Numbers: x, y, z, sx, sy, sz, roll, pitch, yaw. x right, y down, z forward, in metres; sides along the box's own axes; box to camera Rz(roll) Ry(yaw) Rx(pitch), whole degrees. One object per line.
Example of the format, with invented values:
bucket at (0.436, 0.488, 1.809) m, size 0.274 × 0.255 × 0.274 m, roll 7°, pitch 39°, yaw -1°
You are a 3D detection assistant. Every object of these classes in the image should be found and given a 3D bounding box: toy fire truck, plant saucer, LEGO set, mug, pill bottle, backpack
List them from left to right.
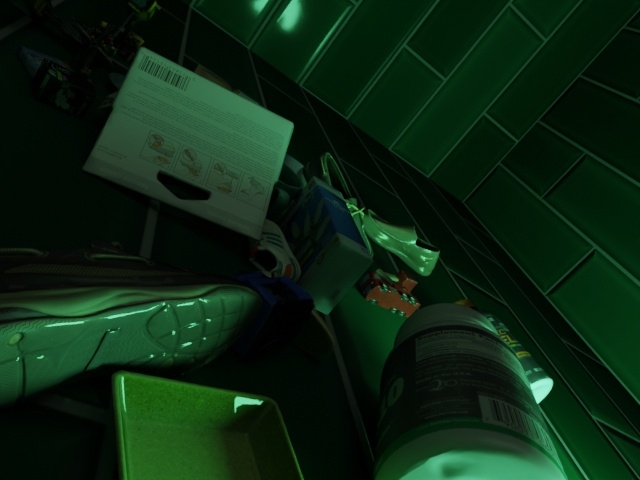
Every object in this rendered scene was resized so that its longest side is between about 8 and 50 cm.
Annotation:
LEGO set at (-0.489, -0.515, 1.050) m, size 0.331 × 0.255 × 0.192 m, roll 45°, pitch -11°, yaw -19°
plant saucer at (-0.396, -0.310, 1.124) m, size 0.119 × 0.021 × 0.119 m, roll 35°, pitch 19°, yaw -14°
plant saucer at (-0.097, 0.214, 0.462) m, size 0.188 × 0.045 × 0.188 m, roll 24°, pitch 24°, yaw -38°
mug at (-0.118, -0.107, 1.066) m, size 0.129 × 0.097 × 0.157 m, roll 39°, pitch 20°, yaw -3°
backpack at (-0.071, 0.089, 0.713) m, size 0.101 × 0.098 × 0.120 m, roll 45°, pitch 20°, yaw 25°
plant saucer at (-0.076, -0.169, 1.373) m, size 0.195 × 0.037 × 0.195 m, roll 35°, pitch 20°, yaw -15°
toy fire truck at (0.154, 0.103, 1.173) m, size 0.192 × 0.047 × 0.135 m, roll 25°, pitch 23°, yaw -33°
pill bottle at (0.177, 0.230, 0.689) m, size 0.204 × 0.204 × 0.361 m, roll 38°, pitch 19°, yaw -3°
pill bottle at (0.352, 0.237, 1.110) m, size 0.130 × 0.130 × 0.245 m, roll 20°, pitch 26°, yaw -44°

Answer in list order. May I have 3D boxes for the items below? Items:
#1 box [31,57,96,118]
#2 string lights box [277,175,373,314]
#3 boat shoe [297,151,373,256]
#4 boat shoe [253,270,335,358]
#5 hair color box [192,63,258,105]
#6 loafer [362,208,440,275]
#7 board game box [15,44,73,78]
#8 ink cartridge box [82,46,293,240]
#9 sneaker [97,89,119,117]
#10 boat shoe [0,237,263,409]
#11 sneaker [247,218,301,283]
box at (-0.431, -0.255, 0.889) m, size 0.083 × 0.052 × 0.062 m, roll 22°, pitch 27°, yaw -43°
string lights box at (0.000, 0.000, 0.986) m, size 0.077 × 0.133 × 0.259 m, roll 29°, pitch 21°, yaw -26°
boat shoe at (0.046, -0.076, 1.248) m, size 0.109 × 0.091 × 0.305 m, roll 9°, pitch 47°, yaw -54°
boat shoe at (-0.035, 0.104, 0.798) m, size 0.170 × 0.063 × 0.059 m, roll 44°, pitch 25°, yaw 15°
hair color box at (-0.246, -0.287, 1.223) m, size 0.185 × 0.110 × 0.338 m, roll 31°, pitch 19°, yaw -21°
loafer at (0.223, -0.010, 1.483) m, size 0.269 × 0.092 × 0.102 m, roll 36°, pitch 19°, yaw -10°
board game box at (-0.485, -0.306, 0.953) m, size 0.090 × 0.020 × 0.090 m, roll 50°, pitch 22°, yaw 25°
ink cartridge box at (-0.214, -0.154, 0.906) m, size 0.296 × 0.066 × 0.261 m, roll 23°, pitch 62°, yaw -20°
sneaker at (-0.289, -0.178, 0.959) m, size 0.235 × 0.090 × 0.095 m, roll 40°, pitch 40°, yaw -5°
boat shoe at (-0.196, 0.054, 0.512) m, size 0.130 × 0.132 × 0.355 m, roll 49°, pitch 20°, yaw 26°
sneaker at (-0.096, 0.010, 0.902) m, size 0.075 × 0.057 × 0.161 m, roll 22°, pitch 28°, yaw -53°
